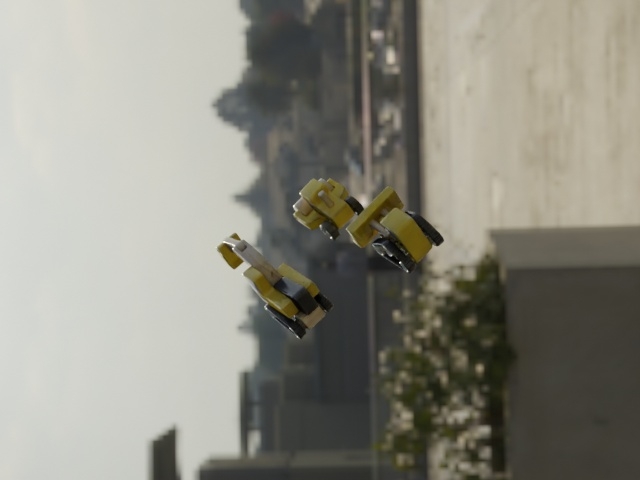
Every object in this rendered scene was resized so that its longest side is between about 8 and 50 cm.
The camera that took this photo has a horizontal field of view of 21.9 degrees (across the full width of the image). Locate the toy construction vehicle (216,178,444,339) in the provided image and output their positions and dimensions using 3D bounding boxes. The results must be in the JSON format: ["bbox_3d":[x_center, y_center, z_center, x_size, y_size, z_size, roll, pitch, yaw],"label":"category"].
[{"bbox_3d":[0.000,0.000,0.819,0.098,0.086,0.035,38,168,52],"label":"toy construction vehicle"}]
